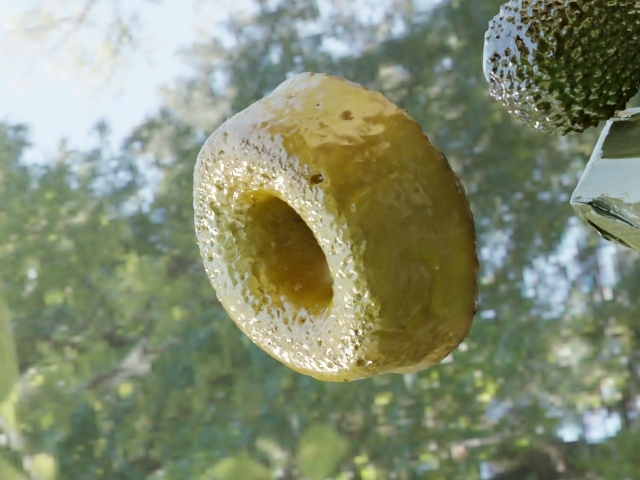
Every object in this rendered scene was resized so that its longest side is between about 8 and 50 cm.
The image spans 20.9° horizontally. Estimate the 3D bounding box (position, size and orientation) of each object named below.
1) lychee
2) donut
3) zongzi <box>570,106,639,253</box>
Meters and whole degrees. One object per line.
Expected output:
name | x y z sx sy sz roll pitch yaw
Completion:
lychee | 0.245 -0.181 1.681 0.171 0.171 0.171 25 -120 -54
donut | -0.002 0.000 1.440 0.108 0.278 0.277 -25 -76 -35
zongzi | 0.482 -0.026 1.610 0.356 0.393 0.174 26 -109 -19
